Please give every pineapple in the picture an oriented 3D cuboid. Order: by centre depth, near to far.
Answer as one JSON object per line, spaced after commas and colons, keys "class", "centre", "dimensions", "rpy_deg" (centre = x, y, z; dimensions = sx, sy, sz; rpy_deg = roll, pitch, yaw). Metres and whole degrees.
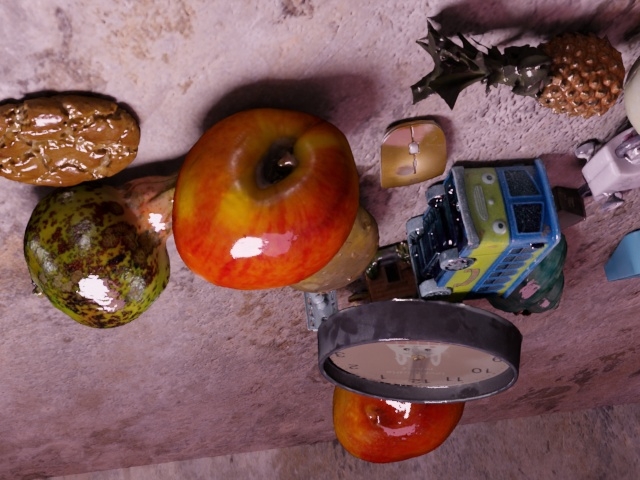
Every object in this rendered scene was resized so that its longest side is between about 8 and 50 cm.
{"class": "pineapple", "centre": [0.249, -0.209, 1.433], "dimensions": [0.277, 0.130, 0.119], "rpy_deg": [0, 144, -22]}

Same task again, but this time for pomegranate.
{"class": "pomegranate", "centre": [-0.304, -0.012, 1.650], "dimensions": [0.204, 0.276, 0.222], "rpy_deg": [25, 178, 23]}

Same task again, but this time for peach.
{"class": "peach", "centre": [-0.073, -0.052, 1.536], "dimensions": [0.281, 0.238, 0.281], "rpy_deg": [-48, 172, -9]}
{"class": "peach", "centre": [0.182, 0.360, 2.634], "dimensions": [0.373, 0.289, 0.372], "rpy_deg": [-13, 167, -3]}

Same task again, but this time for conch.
{"class": "conch", "centre": [0.411, 0.073, 2.219], "dimensions": [0.196, 0.134, 0.202], "rpy_deg": [-20, 156, 28]}

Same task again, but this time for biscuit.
{"class": "biscuit", "centre": [-0.343, -0.126, 1.491], "dimensions": [0.226, 0.042, 0.226], "rpy_deg": [-8, 158, -3]}

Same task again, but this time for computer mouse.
{"class": "computer mouse", "centre": [0.138, -0.122, 1.717], "dimensions": [0.102, 0.044, 0.199], "rpy_deg": [-12, 160, -2]}

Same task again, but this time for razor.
{"class": "razor", "centre": [-0.023, 0.074, 2.112], "dimensions": [0.068, 0.106, 0.232], "rpy_deg": [-14, 150, 9]}

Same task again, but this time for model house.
{"class": "model house", "centre": [0.178, 0.103, 2.138], "dimensions": [0.183, 0.172, 0.166], "rpy_deg": [-10, 160, 1]}

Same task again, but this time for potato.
{"class": "potato", "centre": [0.000, 0.000, 1.840], "dimensions": [0.192, 0.141, 0.296], "rpy_deg": [-14, 156, 3]}

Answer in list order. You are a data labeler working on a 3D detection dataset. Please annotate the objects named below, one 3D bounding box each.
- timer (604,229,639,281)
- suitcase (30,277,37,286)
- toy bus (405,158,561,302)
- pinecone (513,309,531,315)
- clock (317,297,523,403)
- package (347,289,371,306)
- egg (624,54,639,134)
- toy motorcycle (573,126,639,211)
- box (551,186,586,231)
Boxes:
{"class": "timer", "centre": [0.728, 0.042, 2.355], "dimensions": [0.232, 0.091, 0.250], "rpy_deg": [-10, 163, -2]}
{"class": "suitcase", "centre": [-0.415, 0.046, 1.837], "dimensions": [0.059, 0.086, 0.126], "rpy_deg": [-17, 158, 21]}
{"class": "toy bus", "centre": [0.267, -0.007, 1.925], "dimensions": [0.190, 0.152, 0.312], "rpy_deg": [-5, 159, -11]}
{"class": "pinecone", "centre": [0.414, 0.110, 2.369], "dimensions": [0.109, 0.102, 0.102], "rpy_deg": [6, 154, -28]}
{"class": "clock", "centre": [0.182, 0.214, 2.107], "dimensions": [0.386, 0.076, 0.386], "rpy_deg": [4, 155, 2]}
{"class": "package", "centre": [0.116, 0.123, 2.359], "dimensions": [0.108, 0.031, 0.120], "rpy_deg": [-12, 164, 5]}
{"class": "egg", "centre": [0.521, -0.194, 1.507], "dimensions": [0.253, 0.186, 0.186], "rpy_deg": [2, 156, -21]}
{"class": "toy motorcycle", "centre": [0.506, -0.131, 1.793], "dimensions": [0.171, 0.110, 0.260], "rpy_deg": [-19, 166, -10]}
{"class": "box", "centre": [0.416, -0.053, 2.007], "dimensions": [0.063, 0.060, 0.085], "rpy_deg": [11, 152, -33]}
